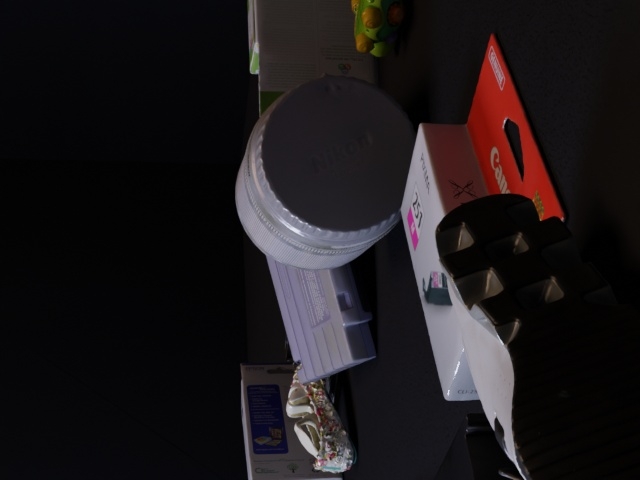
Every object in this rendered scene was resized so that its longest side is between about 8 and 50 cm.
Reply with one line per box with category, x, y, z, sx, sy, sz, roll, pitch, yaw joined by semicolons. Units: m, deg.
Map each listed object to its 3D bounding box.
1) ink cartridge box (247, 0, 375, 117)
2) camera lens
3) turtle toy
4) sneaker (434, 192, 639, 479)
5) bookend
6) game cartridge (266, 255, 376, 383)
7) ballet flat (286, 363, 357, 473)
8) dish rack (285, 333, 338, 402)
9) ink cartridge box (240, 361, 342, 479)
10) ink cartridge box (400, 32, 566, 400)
ink cartridge box;-0.015;-0.277;1.597;0.097;0.188;0.255;118;151;-69
camera lens;0.004;-0.081;1.363;0.274;0.219;0.219;134;136;-77
turtle toy;0.079;-0.299;1.394;0.130;0.066;0.095;105;163;-59
sneaker;0.171;0.111;0.691;0.330;0.122;0.146;-104;-1;-55
bookend;0.152;0.250;0.867;0.157;0.072;0.156;102;165;-49
game cartridge;-0.015;0.039;1.654;0.230;0.068;0.355;-32;71;58
ballet flat;-0.014;0.296;1.750;0.241;0.077;0.091;-122;32;-48
dish rack;-0.013;0.206;1.930;0.271;0.074;0.208;-103;15;-56
ink cartridge box;-0.062;0.354;1.938;0.333;0.165;0.065;-102;14;-57
ink cartridge box;0.143;-0.026;0.992;0.275;0.060;0.239;-98;11;-45
